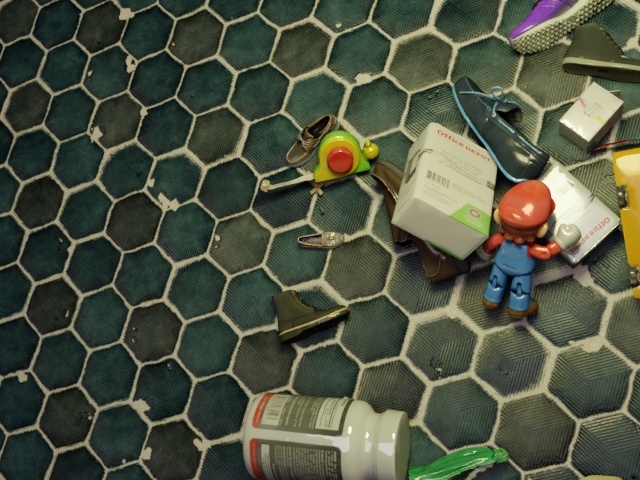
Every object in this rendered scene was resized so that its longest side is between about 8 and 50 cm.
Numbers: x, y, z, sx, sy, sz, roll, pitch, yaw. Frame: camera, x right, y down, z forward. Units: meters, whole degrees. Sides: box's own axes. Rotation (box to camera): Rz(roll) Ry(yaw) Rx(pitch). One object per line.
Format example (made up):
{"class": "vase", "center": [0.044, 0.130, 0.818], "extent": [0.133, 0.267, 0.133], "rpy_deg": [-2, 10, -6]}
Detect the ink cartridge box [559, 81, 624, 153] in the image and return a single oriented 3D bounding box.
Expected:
{"class": "ink cartridge box", "center": [0.658, -0.302, 1.819], "extent": [0.090, 0.092, 0.143], "rpy_deg": [42, 92, 22]}

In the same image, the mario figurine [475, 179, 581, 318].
{"class": "mario figurine", "center": [0.475, 0.009, 1.746], "extent": [0.198, 0.170, 0.321], "rpy_deg": [4, 117, -3]}

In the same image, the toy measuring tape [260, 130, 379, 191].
{"class": "toy measuring tape", "center": [-0.010, -0.216, 1.992], "extent": [0.330, 0.121, 0.122], "rpy_deg": [-12, 74, 8]}

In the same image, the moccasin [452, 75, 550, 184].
{"class": "moccasin", "center": [0.450, -0.285, 1.848], "extent": [0.117, 0.137, 0.342], "rpy_deg": [-45, 61, 29]}

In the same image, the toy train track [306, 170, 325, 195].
{"class": "toy train track", "center": [-0.014, -0.155, 2.048], "extent": [0.048, 0.014, 0.083], "rpy_deg": [-38, 63, 14]}

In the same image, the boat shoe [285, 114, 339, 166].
{"class": "boat shoe", "center": [-0.032, -0.278, 2.051], "extent": [0.183, 0.066, 0.066], "rpy_deg": [-46, 68, 4]}

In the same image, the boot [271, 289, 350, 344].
{"class": "boot", "center": [-0.033, 0.170, 1.950], "extent": [0.197, 0.077, 0.137], "rpy_deg": [-22, 67, 11]}

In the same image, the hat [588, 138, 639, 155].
{"class": "hat", "center": [0.794, -0.273, 1.806], "extent": [0.208, 0.183, 0.173], "rpy_deg": [17, 73, -20]}

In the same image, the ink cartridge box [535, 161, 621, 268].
{"class": "ink cartridge box", "center": [0.581, -0.058, 1.790], "extent": [0.153, 0.087, 0.208], "rpy_deg": [-43, 69, 6]}

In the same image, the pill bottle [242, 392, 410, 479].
{"class": "pill bottle", "center": [0.017, 0.478, 1.787], "extent": [0.362, 0.210, 0.210], "rpy_deg": [1, 78, 18]}

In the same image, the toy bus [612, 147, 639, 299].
{"class": "toy bus", "center": [0.732, -0.042, 1.686], "extent": [0.108, 0.130, 0.333], "rpy_deg": [-9, 91, 25]}

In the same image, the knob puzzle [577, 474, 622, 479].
{"class": "knob puzzle", "center": [0.611, 0.591, 1.622], "extent": [0.213, 0.030, 0.213], "rpy_deg": [3, 48, -3]}

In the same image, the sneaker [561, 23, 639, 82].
{"class": "sneaker", "center": [0.714, -0.463, 1.842], "extent": [0.222, 0.083, 0.118], "rpy_deg": [16, 83, 22]}

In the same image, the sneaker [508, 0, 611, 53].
{"class": "sneaker", "center": [0.588, -0.597, 1.912], "extent": [0.293, 0.102, 0.146], "rpy_deg": [-31, 66, 4]}

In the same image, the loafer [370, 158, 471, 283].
{"class": "loafer", "center": [0.223, -0.046, 1.879], "extent": [0.130, 0.134, 0.366], "rpy_deg": [-36, 69, 7]}

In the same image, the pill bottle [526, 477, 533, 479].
{"class": "pill bottle", "center": [0.499, 0.631, 1.644], "extent": [0.119, 0.119, 0.208], "rpy_deg": [-45, 69, 4]}

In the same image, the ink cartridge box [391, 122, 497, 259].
{"class": "ink cartridge box", "center": [0.298, -0.120, 1.780], "extent": [0.198, 0.115, 0.273], "rpy_deg": [27, 48, -10]}

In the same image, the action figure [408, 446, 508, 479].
{"class": "action figure", "center": [0.321, 0.525, 1.740], "extent": [0.232, 0.137, 0.064], "rpy_deg": [-18, 96, 5]}

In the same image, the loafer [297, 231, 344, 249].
{"class": "loafer", "center": [0.000, 0.000, 1.992], "extent": [0.125, 0.039, 0.045], "rpy_deg": [-6, 75, 17]}
